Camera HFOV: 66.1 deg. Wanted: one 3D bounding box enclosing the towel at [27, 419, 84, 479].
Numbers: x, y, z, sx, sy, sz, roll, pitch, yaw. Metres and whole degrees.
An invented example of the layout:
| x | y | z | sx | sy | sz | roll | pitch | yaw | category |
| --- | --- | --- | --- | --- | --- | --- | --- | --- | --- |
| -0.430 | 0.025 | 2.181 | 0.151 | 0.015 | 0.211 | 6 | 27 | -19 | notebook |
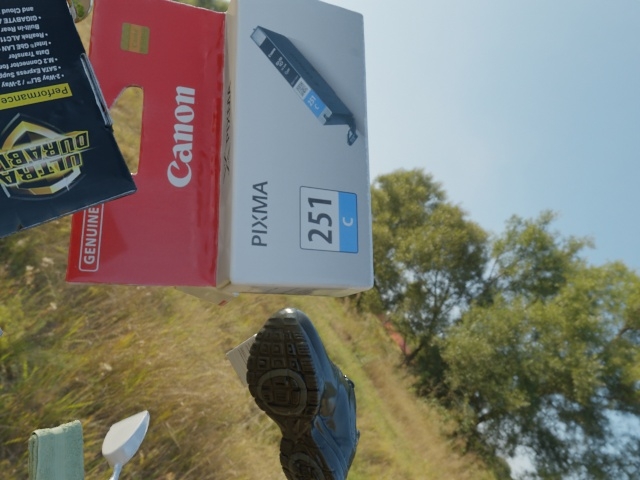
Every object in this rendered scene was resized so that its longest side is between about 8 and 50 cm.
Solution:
| x | y | z | sx | sy | sz | roll | pitch | yaw | category |
| --- | --- | --- | --- | --- | --- | --- | --- | --- | --- |
| -0.496 | 0.425 | 0.930 | 0.110 | 0.027 | 0.148 | 12 | 71 | -62 | towel |

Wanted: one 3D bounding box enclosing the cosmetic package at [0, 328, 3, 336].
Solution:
| x | y | z | sx | sy | sz | roll | pitch | yaw | category |
| --- | --- | --- | --- | --- | --- | --- | --- | --- | --- |
| -0.528 | 0.080 | 0.625 | 0.127 | 0.107 | 0.238 | -104 | -174 | -61 | cosmetic package |

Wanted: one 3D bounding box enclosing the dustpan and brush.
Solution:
| x | y | z | sx | sy | sz | roll | pitch | yaw | category |
| --- | --- | --- | --- | --- | --- | --- | --- | --- | --- |
| -0.529 | 0.566 | 1.295 | 0.060 | 0.147 | 0.211 | 56 | 19 | -21 | dustpan and brush |

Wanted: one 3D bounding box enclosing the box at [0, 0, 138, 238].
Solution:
| x | y | z | sx | sy | sz | roll | pitch | yaw | category |
| --- | --- | --- | --- | --- | --- | --- | --- | --- | --- |
| -0.287 | -0.093 | 0.227 | 0.079 | 0.322 | 0.257 | 6 | -63 | 47 | box |

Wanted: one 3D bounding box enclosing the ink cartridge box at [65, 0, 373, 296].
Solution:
| x | y | z | sx | sy | sz | roll | pitch | yaw | category |
| --- | --- | --- | --- | --- | --- | --- | --- | --- | --- |
| -0.082 | -0.101 | 0.461 | 0.066 | 0.261 | 0.296 | 152 | -61 | -63 | ink cartridge box |

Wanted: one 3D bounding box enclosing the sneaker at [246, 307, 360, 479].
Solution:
| x | y | z | sx | sy | sz | roll | pitch | yaw | category |
| --- | --- | --- | --- | --- | --- | --- | --- | --- | --- |
| -0.011 | 0.205 | 0.662 | 0.130 | 0.109 | 0.286 | -43 | 130 | -51 | sneaker |

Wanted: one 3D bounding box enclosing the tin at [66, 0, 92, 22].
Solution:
| x | y | z | sx | sy | sz | roll | pitch | yaw | category |
| --- | --- | --- | --- | --- | --- | --- | --- | --- | --- |
| -0.515 | -0.517 | 0.948 | 0.040 | 0.106 | 0.190 | -108 | -178 | -66 | tin |

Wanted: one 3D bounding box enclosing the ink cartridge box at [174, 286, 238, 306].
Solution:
| x | y | z | sx | sy | sz | roll | pitch | yaw | category |
| --- | --- | --- | --- | --- | --- | --- | --- | --- | --- |
| -0.147 | -0.018 | 0.781 | 0.092 | 0.218 | 0.158 | 24 | -20 | -13 | ink cartridge box |

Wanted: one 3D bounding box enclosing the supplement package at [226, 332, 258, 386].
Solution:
| x | y | z | sx | sy | sz | roll | pitch | yaw | category |
| --- | --- | --- | --- | --- | --- | --- | --- | --- | --- |
| -0.185 | 0.373 | 1.628 | 0.134 | 0.139 | 0.244 | 59 | -41 | 7 | supplement package |
